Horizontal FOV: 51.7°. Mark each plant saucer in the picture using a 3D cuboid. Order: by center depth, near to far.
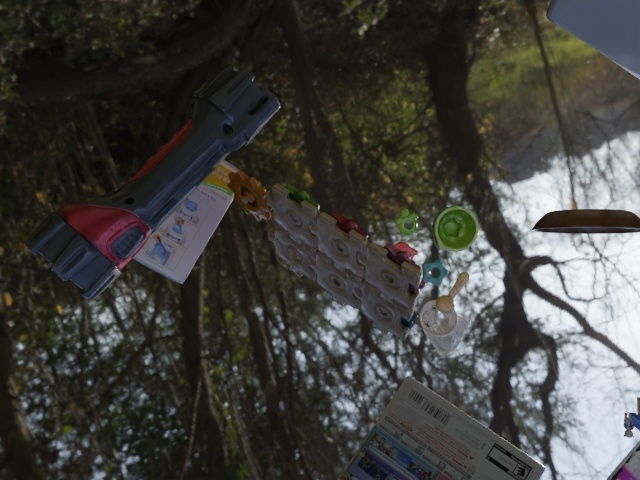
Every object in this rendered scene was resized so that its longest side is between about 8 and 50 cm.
[{"bbox_3d":[0.484,-0.034,1.190,0.198,0.036,0.198,1,178,0],"label":"plant saucer"}]

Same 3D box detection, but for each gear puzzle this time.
[{"bbox_3d":[0.000,0.000,0.923,0.044,0.339,0.175,-44,154,-30],"label":"gear puzzle"}]

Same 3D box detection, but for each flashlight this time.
[{"bbox_3d":[-0.187,-0.075,0.749,0.304,0.103,0.103,-50,-167,-14],"label":"flashlight"}]

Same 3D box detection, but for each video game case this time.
[{"bbox_3d":[0.151,0.317,0.868,0.193,0.212,0.023,-53,160,-14],"label":"video game case"}]

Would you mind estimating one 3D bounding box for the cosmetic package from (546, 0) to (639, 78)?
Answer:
[{"bbox_3d":[0.357,-0.199,0.272,0.329,0.327,0.393,-54,174,6],"label":"cosmetic package"}]

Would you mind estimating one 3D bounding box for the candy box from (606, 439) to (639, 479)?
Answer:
[{"bbox_3d":[0.664,0.450,1.251,0.071,0.159,0.233,-24,143,-49],"label":"candy box"}]

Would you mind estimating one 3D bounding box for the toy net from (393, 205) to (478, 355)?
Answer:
[{"bbox_3d":[0.174,0.065,0.994,0.122,0.232,0.045,-3,-175,-9],"label":"toy net"}]

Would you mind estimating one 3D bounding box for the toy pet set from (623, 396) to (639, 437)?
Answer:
[{"bbox_3d":[0.597,0.332,1.165,0.122,0.114,0.065,-8,-137,29],"label":"toy pet set"}]

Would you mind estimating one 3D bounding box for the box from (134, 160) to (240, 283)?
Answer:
[{"bbox_3d":[-0.223,-0.043,1.072,0.203,0.103,0.114,-61,-165,-10],"label":"box"}]
